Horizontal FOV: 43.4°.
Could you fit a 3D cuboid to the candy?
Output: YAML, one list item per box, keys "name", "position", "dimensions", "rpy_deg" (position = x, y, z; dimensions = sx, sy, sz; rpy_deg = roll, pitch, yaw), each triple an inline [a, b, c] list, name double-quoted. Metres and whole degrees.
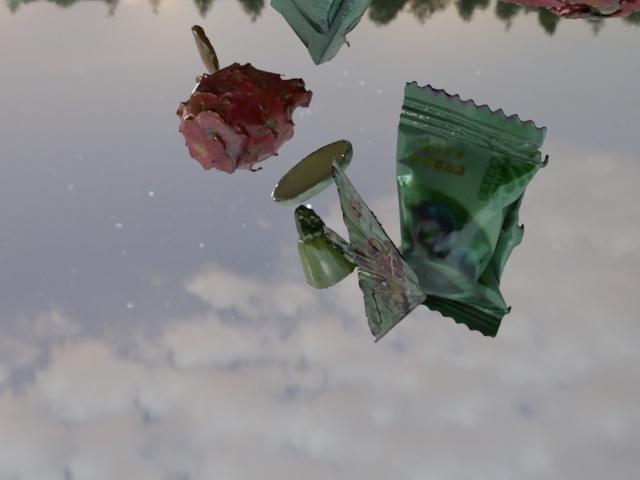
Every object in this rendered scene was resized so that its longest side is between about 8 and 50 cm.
- name: "candy"
  position: [0.232, -0.055, 1.381]
  dimensions: [0.263, 0.397, 0.172]
  rpy_deg: [16, -145, 17]

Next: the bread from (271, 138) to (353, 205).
- name: "bread"
  position: [-0.017, -0.179, 2.175]
  dimensions: [0.267, 0.040, 0.267]
  rpy_deg: [-31, -158, 14]

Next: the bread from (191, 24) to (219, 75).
- name: "bread"
  position: [-0.228, -0.376, 1.599]
  dimensions: [0.024, 0.110, 0.110]
  rpy_deg: [-23, -156, -10]

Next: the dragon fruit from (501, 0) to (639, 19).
- name: "dragon fruit"
  position: [0.245, -0.339, 0.761]
  dimensions: [0.269, 0.291, 0.250]
  rpy_deg: [33, -114, 19]

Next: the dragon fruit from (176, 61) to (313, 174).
- name: "dragon fruit"
  position: [-0.144, -0.244, 1.544]
  dimensions: [0.268, 0.205, 0.210]
  rpy_deg: [-29, -158, -17]

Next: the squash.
- name: "squash"
  position: [-0.006, 0.004, 1.386]
  dimensions: [0.105, 0.132, 0.105]
  rpy_deg: [-18, -139, 16]

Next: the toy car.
- name: "toy car"
  position: [0.018, -0.376, 1.121]
  dimensions: [0.097, 0.141, 0.320]
  rpy_deg: [-33, 174, -27]

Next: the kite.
- name: "kite"
  position: [0.072, 0.029, 1.138]
  dimensions: [0.013, 0.322, 0.268]
  rpy_deg: [-25, -152, -21]
